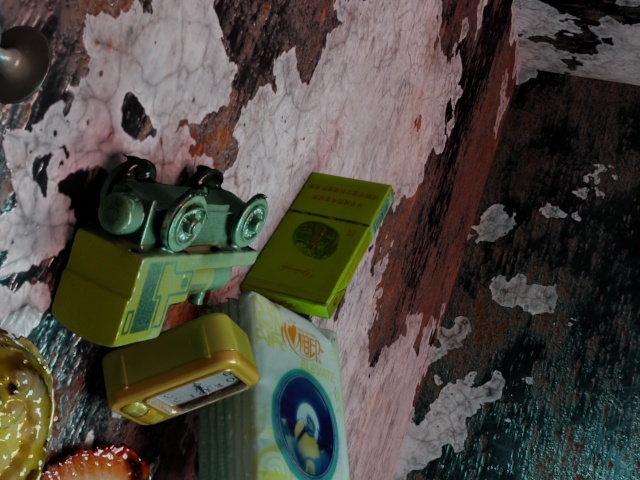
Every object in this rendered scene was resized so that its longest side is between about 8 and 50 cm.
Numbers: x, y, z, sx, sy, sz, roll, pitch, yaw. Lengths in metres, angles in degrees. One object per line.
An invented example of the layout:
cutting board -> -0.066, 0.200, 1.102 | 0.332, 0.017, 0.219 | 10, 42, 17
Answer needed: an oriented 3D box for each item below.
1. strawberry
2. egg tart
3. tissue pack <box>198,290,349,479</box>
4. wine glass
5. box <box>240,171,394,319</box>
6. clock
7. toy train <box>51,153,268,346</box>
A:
strawberry -> -0.342, 0.364, 1.180 | 0.208, 0.087, 0.167 | 36, 46, -41
egg tart -> -0.392, 0.240, 0.936 | 0.279, 0.095, 0.279 | -47, 146, -48
tissue pack -> -0.078, 0.317, 1.411 | 0.287, 0.162, 0.388 | 34, 43, -50
wine glass -> -0.349, -0.204, 0.766 | 0.202, 0.093, 0.093 | 30, 75, -68
box -> 0.000, 0.000, 1.621 | 0.335, 0.187, 0.047 | -59, 150, -36
clock -> -0.205, 0.194, 1.213 | 0.143, 0.202, 0.096 | 59, 10, -59
toy train -> -0.207, 0.013, 1.194 | 0.369, 0.150, 0.237 | -2, 113, -68
